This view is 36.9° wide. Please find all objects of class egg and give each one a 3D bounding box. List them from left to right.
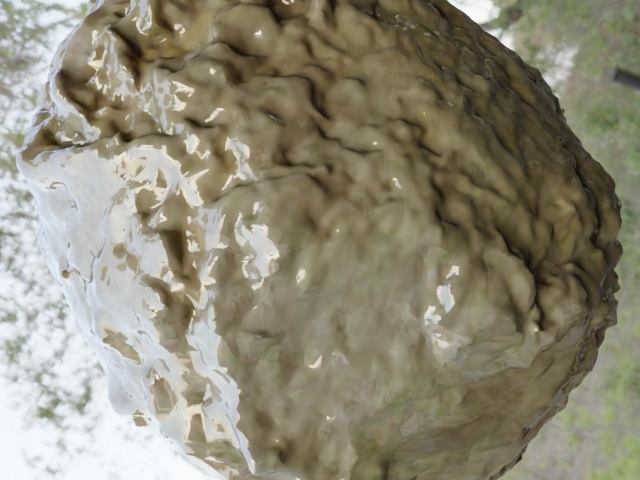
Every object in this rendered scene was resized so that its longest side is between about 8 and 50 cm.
[{"bbox_3d":[0.000,0.000,0.481,0.279,0.310,0.279,-47,21,24],"label":"egg"}]
